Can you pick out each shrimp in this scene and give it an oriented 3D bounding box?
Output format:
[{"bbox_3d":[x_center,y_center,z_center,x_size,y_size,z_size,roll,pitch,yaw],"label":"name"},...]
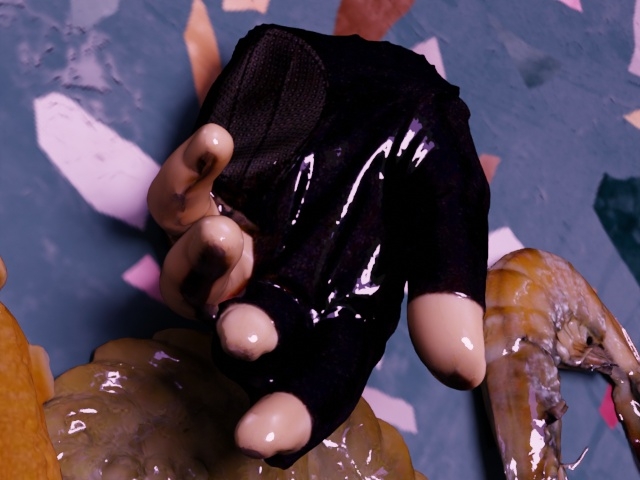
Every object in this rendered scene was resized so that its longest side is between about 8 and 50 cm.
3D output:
[{"bbox_3d":[0.161,0.107,0.970,0.150,0.051,0.217,19,56,-33],"label":"shrimp"}]

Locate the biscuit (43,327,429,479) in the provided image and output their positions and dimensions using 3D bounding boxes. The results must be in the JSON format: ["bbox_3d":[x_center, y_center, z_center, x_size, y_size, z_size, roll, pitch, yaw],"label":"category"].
[{"bbox_3d":[-0.063,0.132,0.818,0.273,0.036,0.187,-20,76,-36],"label":"biscuit"}]

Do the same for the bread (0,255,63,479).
[{"bbox_3d":[-0.231,0.144,0.581,0.250,0.225,0.279,-1,61,-40],"label":"bread"}]

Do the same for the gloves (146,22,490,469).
[{"bbox_3d":[0.001,0.003,0.820,0.197,0.152,0.301,10,29,9],"label":"gloves"}]
